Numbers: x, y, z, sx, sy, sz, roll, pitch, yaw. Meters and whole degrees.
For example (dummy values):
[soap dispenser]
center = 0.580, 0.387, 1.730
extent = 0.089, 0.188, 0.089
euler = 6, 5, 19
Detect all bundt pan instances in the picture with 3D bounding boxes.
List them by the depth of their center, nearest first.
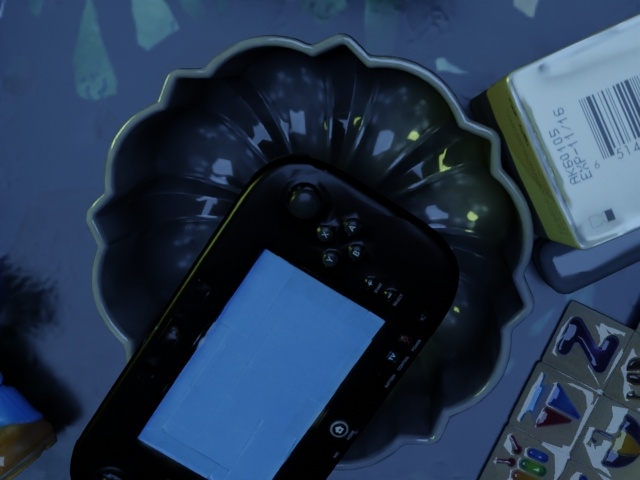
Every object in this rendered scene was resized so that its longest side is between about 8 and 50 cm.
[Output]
[bundt pan]
center = 0.000, 0.000, 1.111
extent = 0.331, 0.124, 0.331
euler = 3, 105, 10

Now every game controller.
[game controller]
center = -0.042, 0.094, 1.045
extent = 0.166, 0.067, 0.319
euler = 34, 108, -1

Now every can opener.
[can opener]
center = 0.305, -0.020, 1.150
extent = 0.280, 0.074, 0.093
euler = -21, 92, 2

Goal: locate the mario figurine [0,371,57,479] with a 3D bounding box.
[mario figurine]
center = -0.358, 0.072, 1.122
extent = 0.198, 0.170, 0.320
euler = -35, 93, 4

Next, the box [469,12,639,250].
[box]
center = 0.200, -0.080, 1.031
extent = 0.148, 0.311, 0.121
euler = -24, 92, 1

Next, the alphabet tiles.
[alphabet tiles]
center = 0.310, 0.197, 1.141
extent = 0.342, 0.011, 0.285
euler = 27, 92, 18
